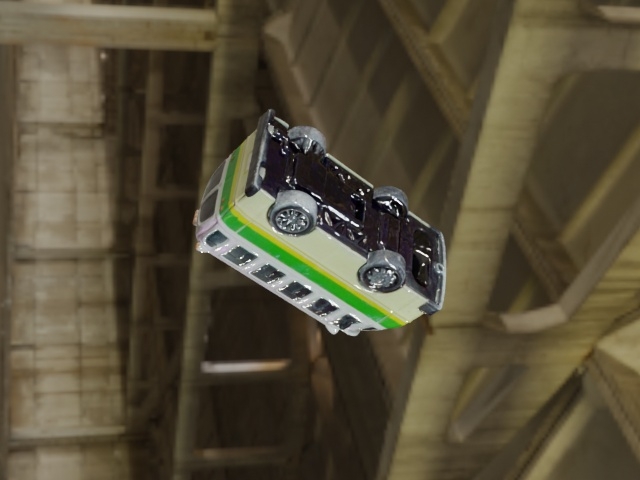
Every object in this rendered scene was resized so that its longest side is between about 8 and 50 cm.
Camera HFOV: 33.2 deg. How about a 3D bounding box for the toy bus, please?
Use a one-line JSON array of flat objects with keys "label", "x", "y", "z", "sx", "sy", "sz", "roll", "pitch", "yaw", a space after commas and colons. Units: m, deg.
[{"label": "toy bus", "x": 0.000, "y": 0.000, "z": 1.353, "sx": 0.179, "sy": 0.305, "sz": 0.143, "roll": -37, "pitch": -148, "yaw": 36}]
